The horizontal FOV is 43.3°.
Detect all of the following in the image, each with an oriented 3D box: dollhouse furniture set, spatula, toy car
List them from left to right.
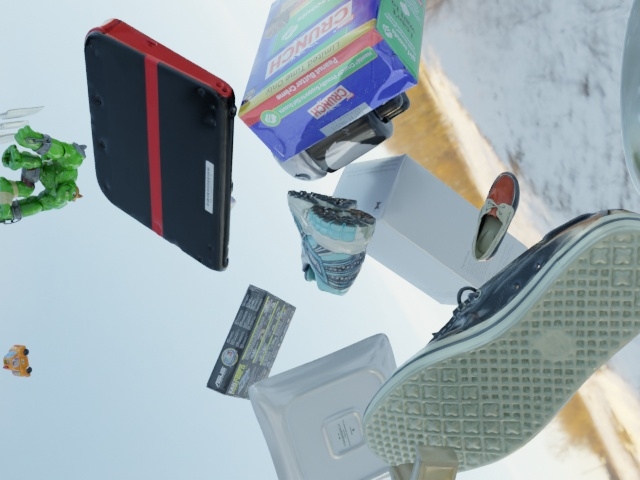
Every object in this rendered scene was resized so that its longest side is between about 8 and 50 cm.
[{"bbox_3d":[-0.726,-0.233,1.718,0.242,0.168,0.019,-19,-94,-43],"label":"spatula"},{"bbox_3d":[-0.539,0.193,1.363,0.040,0.122,0.060,-17,-60,-53],"label":"toy car"},{"bbox_3d":[0.160,0.297,0.910,0.101,0.161,0.182,-112,29,-67],"label":"dollhouse furniture set"}]

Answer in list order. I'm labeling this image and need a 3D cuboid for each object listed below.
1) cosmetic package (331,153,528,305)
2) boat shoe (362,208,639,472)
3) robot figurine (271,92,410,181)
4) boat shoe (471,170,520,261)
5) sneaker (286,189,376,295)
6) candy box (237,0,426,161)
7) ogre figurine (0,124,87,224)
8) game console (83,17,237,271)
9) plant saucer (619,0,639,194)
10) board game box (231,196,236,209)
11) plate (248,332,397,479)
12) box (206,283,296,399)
[{"bbox_3d":[0.218,-0.010,1.679,0.385,0.156,0.217,35,161,-29],"label":"cosmetic package"},{"bbox_3d":[0.254,0.140,1.067,0.187,0.500,0.156,42,-156,-4],"label":"boat shoe"},{"bbox_3d":[0.030,-0.226,1.543,0.209,0.278,0.173,42,-154,-42],"label":"robot figurine"},{"bbox_3d":[0.251,-0.034,1.168,0.049,0.137,0.043,22,-168,24],"label":"boat shoe"},{"bbox_3d":[0.000,0.000,1.171,0.283,0.110,0.122,-115,35,-76],"label":"sneaker"},{"bbox_3d":[0.025,-0.312,1.253,0.122,0.268,0.317,41,-140,-31],"label":"candy box"},{"bbox_3d":[-0.435,-0.101,1.255,0.118,0.197,0.097,-6,-145,-40],"label":"ogre figurine"},{"bbox_3d":[-0.277,-0.164,1.411,0.342,0.060,0.386,30,136,24],"label":"game console"},{"bbox_3d":[0.573,-0.255,1.269,0.400,0.100,0.400,0,-90,-84],"label":"plant saucer"},{"bbox_3d":[-0.247,-0.063,1.699,0.033,0.133,0.168,48,178,14],"label":"board game box"},{"bbox_3d":[0.041,0.340,1.449,0.045,0.278,0.277,-166,57,-71],"label":"plate"},{"bbox_3d":[-0.167,0.262,2.025,0.060,0.270,0.216,19,172,22],"label":"box"}]
